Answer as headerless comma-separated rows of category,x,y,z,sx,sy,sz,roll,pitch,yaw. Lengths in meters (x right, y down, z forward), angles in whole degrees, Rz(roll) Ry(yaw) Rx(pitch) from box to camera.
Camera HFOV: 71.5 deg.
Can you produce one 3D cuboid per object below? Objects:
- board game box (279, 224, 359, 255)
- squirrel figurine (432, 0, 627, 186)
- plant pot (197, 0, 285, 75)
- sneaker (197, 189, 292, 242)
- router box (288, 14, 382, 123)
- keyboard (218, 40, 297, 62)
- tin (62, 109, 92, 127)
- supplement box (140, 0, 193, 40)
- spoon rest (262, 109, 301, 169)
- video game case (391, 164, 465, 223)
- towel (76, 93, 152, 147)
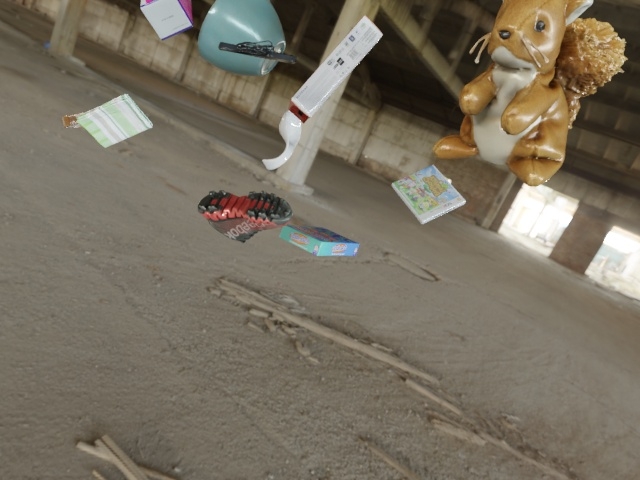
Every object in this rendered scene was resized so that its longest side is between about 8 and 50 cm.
board game box,0.000,0.000,1.401,0.160,0.047,0.210,25,14,34
squirrel figurine,0.479,-0.377,1.005,0.397,0.370,0.281,-29,41,-23
plant pot,-0.232,-0.662,1.469,0.195,0.290,0.290,39,13,-1
sneaker,-0.186,-0.058,1.173,0.276,0.135,0.097,5,47,25
router box,0.034,-0.549,1.482,0.082,0.335,0.301,41,4,-12
keyboard,-0.147,-0.466,1.081,0.192,0.038,0.100,2,18,-19
tin,-0.766,-0.409,1.489,0.190,0.040,0.106,-9,8,6
supplement box,-0.472,-0.740,1.373,0.114,0.111,0.220,60,12,-52
spoon rest,-0.134,-0.397,1.753,0.084,0.276,0.137,8,-28,27
video game case,0.409,-0.180,1.693,0.212,0.193,0.023,58,-13,31
towel,-0.538,-0.308,1.167,0.113,0.152,0.023,59,11,-51
